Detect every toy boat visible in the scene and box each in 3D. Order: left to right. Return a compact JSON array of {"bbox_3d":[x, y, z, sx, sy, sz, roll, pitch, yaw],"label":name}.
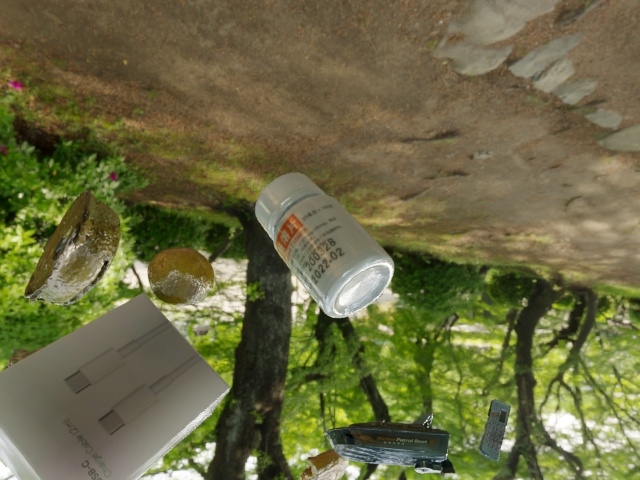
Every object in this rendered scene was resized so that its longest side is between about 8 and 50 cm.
[{"bbox_3d":[0.129,0.383,0.894,0.246,0.103,0.092,2,137,8],"label":"toy boat"}]

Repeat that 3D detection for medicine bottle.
[{"bbox_3d":[0.000,0.000,0.801,0.145,0.252,0.144,-24,144,-19],"label":"medicine bottle"}]

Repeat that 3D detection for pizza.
[{"bbox_3d":[0.010,0.583,1.187,0.134,0.056,0.271,-39,150,7],"label":"pizza"}]

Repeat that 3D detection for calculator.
[{"bbox_3d":[0.479,0.516,1.277,0.057,0.172,0.018,22,138,18],"label":"calculator"}]

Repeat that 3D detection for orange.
[{"bbox_3d":[-0.194,0.052,0.654,0.085,0.085,0.095,-11,147,29],"label":"orange"}]

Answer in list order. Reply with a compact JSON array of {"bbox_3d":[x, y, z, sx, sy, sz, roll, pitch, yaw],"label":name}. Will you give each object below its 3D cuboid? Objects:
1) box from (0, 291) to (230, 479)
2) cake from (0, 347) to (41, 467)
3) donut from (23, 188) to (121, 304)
[{"bbox_3d":[-0.286,0.220,0.634,0.252,0.203,0.106,-34,166,-47],"label":"box"},{"bbox_3d":[-0.703,0.423,1.177,0.286,0.227,0.222,27,-175,10],"label":"cake"},{"bbox_3d":[-0.541,0.025,1.033,0.272,0.271,0.107,-17,140,43],"label":"donut"}]
